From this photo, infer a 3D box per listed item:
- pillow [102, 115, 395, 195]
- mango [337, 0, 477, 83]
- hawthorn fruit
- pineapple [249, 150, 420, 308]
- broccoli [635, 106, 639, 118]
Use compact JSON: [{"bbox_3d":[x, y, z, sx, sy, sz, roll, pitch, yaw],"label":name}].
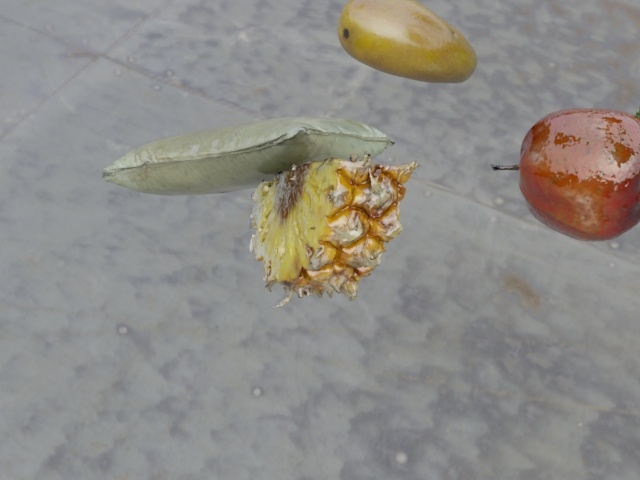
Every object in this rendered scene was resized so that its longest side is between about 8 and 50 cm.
[{"bbox_3d":[-0.088,-0.095,0.866,0.302,0.075,0.185,-5,1,34],"label":"pillow"},{"bbox_3d":[0.125,-0.264,1.014,0.227,0.099,0.136,12,24,-36],"label":"mango"},{"bbox_3d":[0.292,-0.080,0.887,0.194,0.157,0.157,13,42,38],"label":"hawthorn fruit"},{"bbox_3d":[-0.001,0.000,0.705,0.079,0.233,0.135,9,81,-25],"label":"pineapple"},{"bbox_3d":[0.684,-0.223,1.158,0.375,0.249,0.302,-41,26,-6],"label":"broccoli"}]
